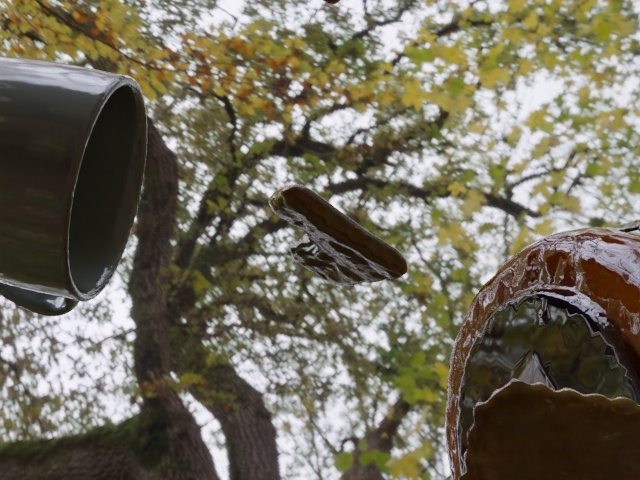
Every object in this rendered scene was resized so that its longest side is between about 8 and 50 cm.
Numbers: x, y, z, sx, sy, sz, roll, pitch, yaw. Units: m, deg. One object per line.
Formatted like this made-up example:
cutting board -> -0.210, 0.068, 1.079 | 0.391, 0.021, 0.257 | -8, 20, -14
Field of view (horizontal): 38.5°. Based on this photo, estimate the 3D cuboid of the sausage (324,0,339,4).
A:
sausage -> -0.035, -0.357, 1.208 | 0.223, 0.029, 0.029 | 15, -74, -54

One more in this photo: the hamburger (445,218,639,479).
hamburger -> 0.260, 0.143, 0.669 | 0.250, 0.330, 0.330 | 1, -68, -21

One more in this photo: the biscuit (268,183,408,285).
biscuit -> 0.000, 0.000, 1.078 | 0.174, 0.183, 0.039 | 31, -109, -16

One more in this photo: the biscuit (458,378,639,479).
biscuit -> 0.166, 0.192, 0.404 | 0.013, 0.237, 0.232 | 32, -112, -67

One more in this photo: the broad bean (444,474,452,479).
broad bean -> 0.209, 0.234, 1.052 | 0.256, 0.053, 0.052 | -36, -41, -45

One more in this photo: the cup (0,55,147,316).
cup -> -0.284, -0.036, 0.780 | 0.234, 0.186, 0.258 | 11, -46, 5
